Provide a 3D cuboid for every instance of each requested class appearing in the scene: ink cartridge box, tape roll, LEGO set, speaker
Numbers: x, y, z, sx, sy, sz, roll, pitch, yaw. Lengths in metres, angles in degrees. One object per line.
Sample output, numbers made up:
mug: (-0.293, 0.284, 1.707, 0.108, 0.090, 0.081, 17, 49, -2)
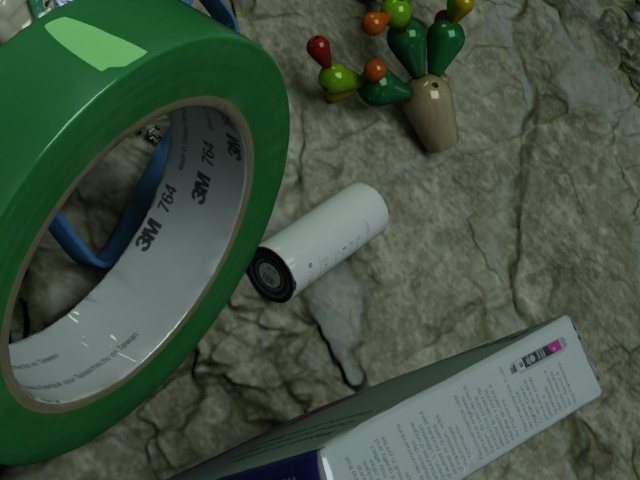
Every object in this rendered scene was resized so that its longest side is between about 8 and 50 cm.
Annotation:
ink cartridge box: (-0.030, 0.165, 0.885, 0.330, 0.324, 0.071, -19, 84, -41)
tape roll: (-0.148, -0.005, 0.876, 0.077, 0.321, 0.321, 33, 46, 22)
LEGO set: (-0.132, -0.119, 1.117, 0.054, 0.023, 0.083, 41, 66, -16)
speaker: (0.000, 0.000, 1.148, 0.136, 0.055, 0.055, -35, 96, -40)

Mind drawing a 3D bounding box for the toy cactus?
toy cactus: (0.079, -0.168, 1.262, 0.219, 0.112, 0.180, -43, 120, -42)

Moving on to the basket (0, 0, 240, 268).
basket: (-0.182, -0.151, 0.980, 0.289, 0.201, 0.255, 55, 50, -48)
